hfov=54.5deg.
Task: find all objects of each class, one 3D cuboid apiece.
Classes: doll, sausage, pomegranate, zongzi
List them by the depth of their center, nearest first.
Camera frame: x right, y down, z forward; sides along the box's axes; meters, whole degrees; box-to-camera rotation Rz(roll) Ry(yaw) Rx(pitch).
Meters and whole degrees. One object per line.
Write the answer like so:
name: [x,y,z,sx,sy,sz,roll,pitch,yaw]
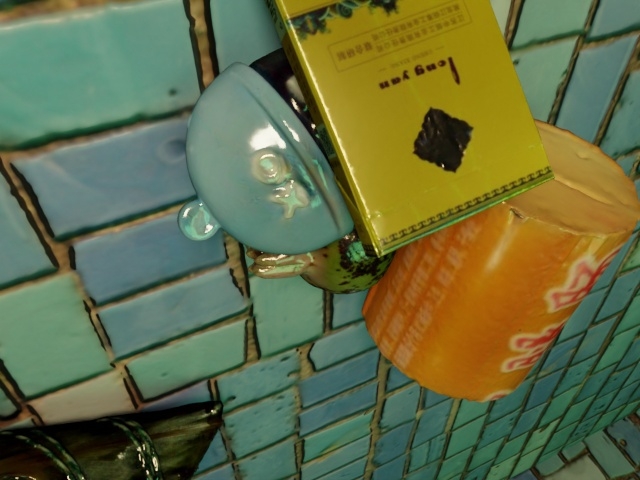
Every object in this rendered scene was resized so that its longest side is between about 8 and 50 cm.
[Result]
doll: [0.009,-0.100,0.538,0.314,0.141,0.177,-37,113,-6]
pomegranate: [0.001,-0.010,0.658,0.163,0.125,0.138,7,149,-16]
sausage: [0.198,0.021,0.736,0.233,0.233,0.287,-8,138,-29]
zongzi: [-0.332,0.370,0.761,0.383,0.319,0.362,-12,139,-53]

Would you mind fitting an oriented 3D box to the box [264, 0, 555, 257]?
box: [0.055,-0.144,0.456,0.153,0.279,0.041,-24,-174,-12]
